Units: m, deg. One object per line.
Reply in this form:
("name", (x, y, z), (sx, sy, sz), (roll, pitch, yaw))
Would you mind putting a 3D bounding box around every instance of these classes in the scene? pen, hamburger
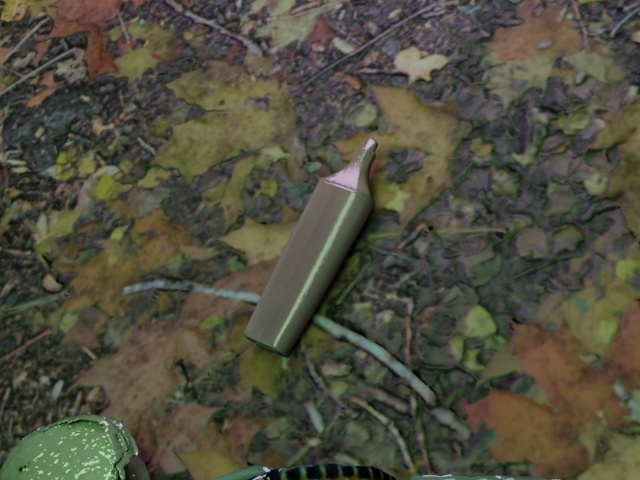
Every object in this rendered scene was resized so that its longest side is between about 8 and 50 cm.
("pen", (0.000, 0.000, 0.930), (0.053, 0.032, 0.197), (22, 77, 32))
("hamburger", (-0.197, 0.210, 0.890), (0.133, 0.062, 0.140), (-4, 61, 21))

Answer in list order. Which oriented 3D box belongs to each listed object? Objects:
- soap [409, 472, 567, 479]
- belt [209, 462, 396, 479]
("soap", (0.267, 0.245, 0.491), (0.435, 0.350, 0.213), (-4, 62, 20))
("belt", (-0.070, 0.241, 0.733), (0.295, 0.207, 0.161), (-28, 59, 26))
